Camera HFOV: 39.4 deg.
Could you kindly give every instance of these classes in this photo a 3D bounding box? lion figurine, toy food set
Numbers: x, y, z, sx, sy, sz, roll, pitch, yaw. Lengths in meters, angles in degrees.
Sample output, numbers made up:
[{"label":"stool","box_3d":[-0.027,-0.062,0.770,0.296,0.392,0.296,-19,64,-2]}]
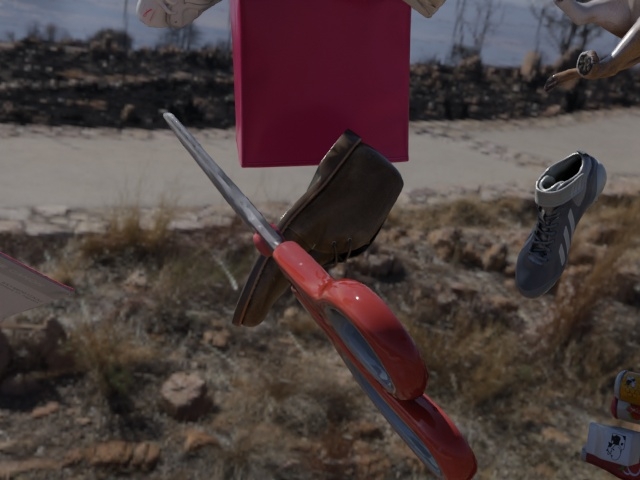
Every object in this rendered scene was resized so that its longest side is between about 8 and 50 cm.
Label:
[{"label":"lion figurine","box_3d":[0.438,-0.364,1.142,0.240,0.392,0.142,-6,41,-33]},{"label":"toy food set","box_3d":[0.371,0.280,1.172,0.104,0.232,0.111,8,1,39]}]

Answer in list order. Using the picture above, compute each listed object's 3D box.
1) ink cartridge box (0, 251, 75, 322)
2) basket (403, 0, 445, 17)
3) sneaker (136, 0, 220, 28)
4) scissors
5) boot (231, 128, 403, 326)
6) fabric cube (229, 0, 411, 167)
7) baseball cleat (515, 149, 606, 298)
[{"label":"ink cartridge box","box_3d":[-0.381,-0.015,0.731,0.261,0.066,0.296,-20,-42,40]},{"label":"basket","box_3d":[0.103,-0.342,0.974,0.167,0.113,0.103,36,63,-2]},{"label":"sneaker","box_3d":[-0.151,-0.277,0.953,0.090,0.115,0.232,42,-2,4]},{"label":"scissors","box_3d":[-0.017,0.018,0.477,0.021,0.109,0.297,-36,37,-10]},{"label":"boot","box_3d":[0.000,0.000,1.142,0.115,0.305,0.112,35,-20,1]},{"label":"fabric cube","box_3d":[-0.009,-0.267,1.382,0.254,0.258,0.259,-4,18,-7]},{"label":"baseball cleat","box_3d":[0.299,-0.025,1.182,0.109,0.206,0.072,21,6,-46]}]
